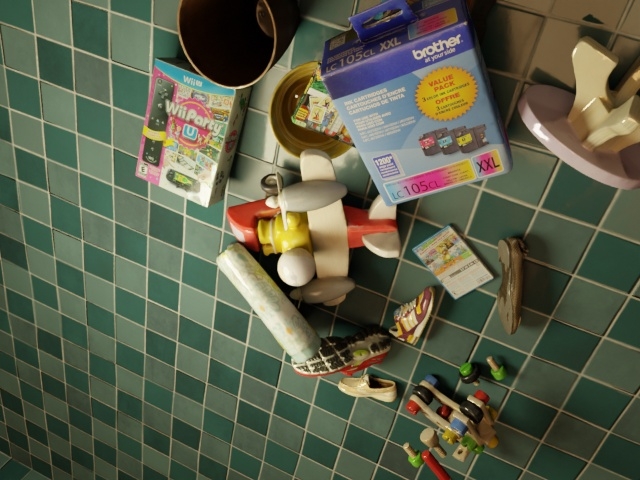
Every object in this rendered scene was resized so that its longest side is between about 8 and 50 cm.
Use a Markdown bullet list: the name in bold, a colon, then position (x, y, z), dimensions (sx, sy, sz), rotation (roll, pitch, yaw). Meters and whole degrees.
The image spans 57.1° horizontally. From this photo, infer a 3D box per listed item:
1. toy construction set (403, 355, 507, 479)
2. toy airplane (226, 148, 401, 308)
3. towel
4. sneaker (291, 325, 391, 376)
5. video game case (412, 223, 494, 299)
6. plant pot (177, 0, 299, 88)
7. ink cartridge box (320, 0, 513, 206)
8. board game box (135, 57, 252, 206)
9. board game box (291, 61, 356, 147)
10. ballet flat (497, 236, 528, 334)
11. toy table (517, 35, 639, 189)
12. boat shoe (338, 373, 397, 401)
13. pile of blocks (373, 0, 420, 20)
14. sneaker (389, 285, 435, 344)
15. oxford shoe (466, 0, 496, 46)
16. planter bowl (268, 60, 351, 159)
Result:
- **toy construction set**: position (0.355, 0.497, 1.479), dimensions (0.257, 0.309, 0.237), rotation (-23, 110, 42)
- **toy airplane**: position (0.000, 0.000, 1.365), dimensions (0.386, 0.272, 0.384), rotation (40, 138, -19)
- **towel**: position (-0.146, 0.147, 1.504), dimensions (0.090, 0.374, 0.320), rotation (-42, 97, -8)
- **sneaker**: position (0.059, 0.319, 1.553), dimensions (0.278, 0.107, 0.118), rotation (-9, 134, -18)
- **video game case**: position (0.316, 0.053, 1.407), dimensions (0.166, 0.015, 0.119), rotation (48, 127, -6)
- **plant pot**: position (-0.138, -0.448, 1.207), dimensions (0.215, 0.230, 0.216), rotation (11, 122, 19)
- **ink cartridge box**: position (0.175, -0.277, 1.101), dimensions (0.269, 0.151, 0.395), rotation (-16, 130, 21)
- **board game box**: position (-0.318, -0.267, 1.449), dimensions (0.224, 0.097, 0.304), rotation (23, 113, 12)
- **board game box**: position (0.083, -0.265, 1.251), dimensions (0.259, 0.030, 0.136), rotation (18, 121, -19)
- **ballet flat**: position (0.443, 0.105, 1.347), dimensions (0.058, 0.084, 0.250), rotation (-12, 113, -8)
- **toy table**: position (0.509, -0.225, 1.033), dimensions (0.274, 0.252, 0.161), rotation (26, 142, -4)
- **boat shoe**: position (0.135, 0.408, 1.669), dimensions (0.170, 0.063, 0.059), rotation (7, 118, 11)
- **pile of blocks**: position (0.197, -0.460, 1.131), dimensions (0.112, 0.149, 0.362), rotation (14, 138, -22)
- **sneaker**: position (0.230, 0.184, 1.488), dimensions (0.083, 0.069, 0.186), rotation (21, 123, 8)
- **oxford shoe**: position (0.286, -0.457, 1.104), dimensions (0.076, 0.076, 0.212), rotation (45, 127, 40)
- **planter bowl**: position (-0.012, -0.289, 1.301), dimensions (0.217, 0.090, 0.217), rotation (-4, 113, -10)
